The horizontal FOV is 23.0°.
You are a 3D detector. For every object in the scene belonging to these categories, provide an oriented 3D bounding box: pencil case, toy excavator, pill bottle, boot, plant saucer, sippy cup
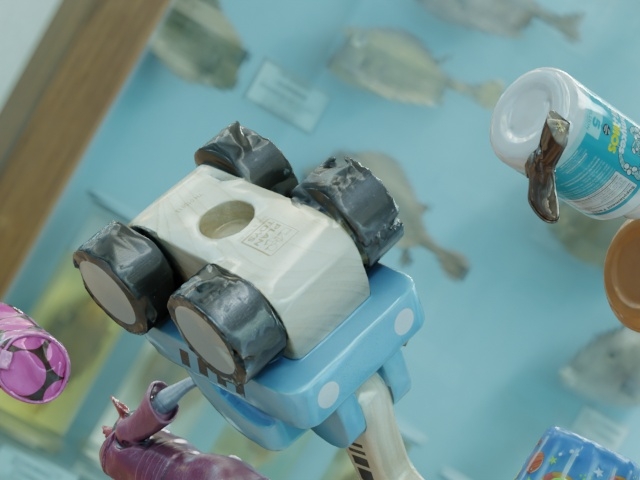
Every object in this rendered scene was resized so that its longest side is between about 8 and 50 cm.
[{"bbox_3d":[-0.367,0.130,1.856,0.098,0.095,0.209,33,-8,-26],"label":"pencil case"},{"bbox_3d":[0.021,0.151,1.557,0.433,0.222,0.445,23,-34,41],"label":"toy excavator"},{"bbox_3d":[0.364,-0.120,2.153,0.264,0.146,0.146,28,5,-38],"label":"pill bottle"},{"bbox_3d":[0.290,-0.093,1.966,0.037,0.114,0.106,-5,58,-18],"label":"boot"},{"bbox_3d":[0.502,0.044,2.399,0.037,0.200,0.200,10,15,-35],"label":"plant saucer"},{"bbox_3d":[0.400,0.430,2.543,0.240,0.224,0.305,27,-5,-18],"label":"sippy cup"}]

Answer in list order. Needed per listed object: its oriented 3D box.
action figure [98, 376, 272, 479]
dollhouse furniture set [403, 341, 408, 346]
[{"bbox_3d":[-0.174,0.312,1.938,0.370,0.275,0.248,25,-37,42],"label":"action figure"},{"bbox_3d":[0.025,0.144,1.928,0.144,0.151,0.123,21,-34,9],"label":"dollhouse furniture set"}]
